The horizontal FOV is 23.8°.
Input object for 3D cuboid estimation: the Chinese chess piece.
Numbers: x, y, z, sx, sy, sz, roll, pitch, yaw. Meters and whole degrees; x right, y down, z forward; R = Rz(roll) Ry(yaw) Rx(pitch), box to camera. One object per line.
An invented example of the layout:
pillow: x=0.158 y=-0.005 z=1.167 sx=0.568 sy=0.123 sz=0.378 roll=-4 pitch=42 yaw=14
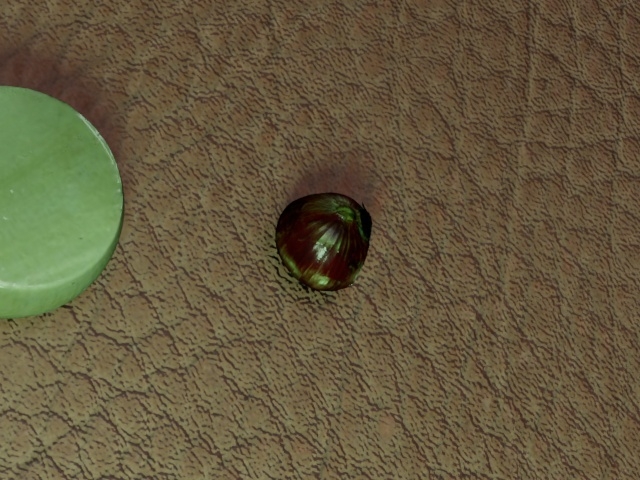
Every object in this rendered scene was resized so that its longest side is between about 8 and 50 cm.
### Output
Chinese chess piece: x=-0.331 y=-0.040 z=1.593 sx=0.250 sy=0.101 sz=0.250 roll=9 pitch=66 yaw=-20

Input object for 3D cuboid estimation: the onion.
onion: x=0.000 y=0.000 z=1.723 sx=0.119 sy=0.118 sz=0.117 roll=16 pitch=31 yaw=-17
